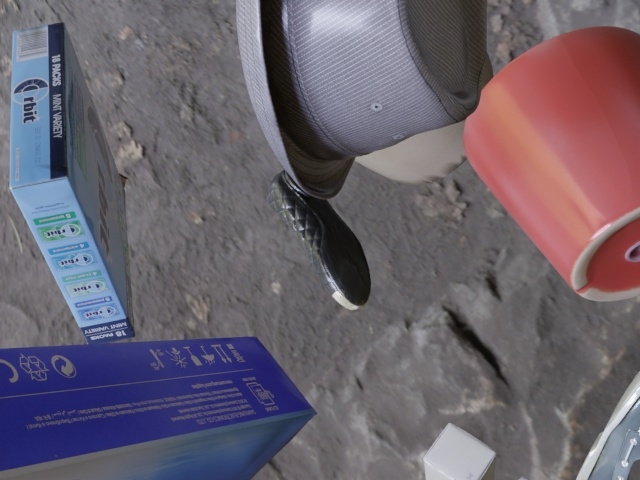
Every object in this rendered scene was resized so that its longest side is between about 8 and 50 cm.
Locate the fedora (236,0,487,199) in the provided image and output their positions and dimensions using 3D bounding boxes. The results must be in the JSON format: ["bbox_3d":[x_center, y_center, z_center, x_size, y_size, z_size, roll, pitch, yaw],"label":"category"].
[{"bbox_3d":[0.049,-0.151,0.703,0.275,0.124,0.243,51,49,-59],"label":"fedora"}]

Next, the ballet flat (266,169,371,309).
[{"bbox_3d":[0.000,0.000,0.978,0.057,0.173,0.049,-6,145,-38],"label":"ballet flat"}]

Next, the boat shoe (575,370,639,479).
[{"bbox_3d":[0.562,0.344,1.742,0.099,0.116,0.319,30,124,16],"label":"boat shoe"}]

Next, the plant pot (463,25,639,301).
[{"bbox_3d":[0.340,-0.078,1.175,0.275,0.243,0.275,-13,143,-10],"label":"plant pot"}]

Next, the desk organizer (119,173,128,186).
[{"bbox_3d":[-0.381,-0.083,1.587,0.047,0.130,0.050,32,61,-53],"label":"desk organizer"}]

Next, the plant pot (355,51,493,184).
[{"bbox_3d":[0.065,-0.228,1.389,0.274,0.256,0.256,11,106,-47],"label":"plant pot"}]

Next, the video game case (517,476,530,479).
[{"bbox_3d":[0.286,0.516,1.581,0.193,0.023,0.212,-33,124,-26],"label":"video game case"}]

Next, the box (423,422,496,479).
[{"bbox_3d":[0.272,0.463,1.896,0.094,0.113,0.275,-50,156,-21],"label":"box"}]

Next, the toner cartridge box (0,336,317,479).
[{"bbox_3d":[-0.151,0.138,0.547,0.165,0.075,0.348,-48,158,16],"label":"toner cartridge box"}]

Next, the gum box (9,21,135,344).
[{"bbox_3d":[-0.180,-0.038,0.719,0.041,0.157,0.184,-12,142,-3],"label":"gum box"}]
